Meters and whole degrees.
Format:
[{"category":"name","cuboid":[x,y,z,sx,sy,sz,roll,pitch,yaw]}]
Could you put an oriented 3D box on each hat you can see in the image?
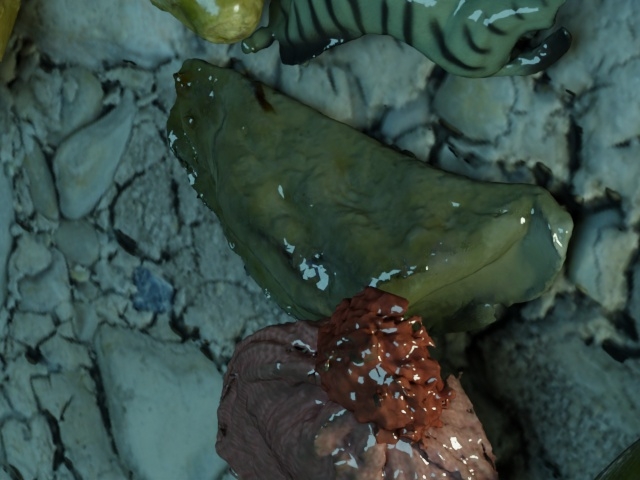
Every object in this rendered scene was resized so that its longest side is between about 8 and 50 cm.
[{"category":"hat","cuboid":[0.031,0.124,0.987,0.237,0.107,0.286,31,147,18]}]

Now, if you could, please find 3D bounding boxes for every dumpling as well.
[{"category":"dumpling","cuboid":[-0.001,-0.003,1.040,0.332,0.086,0.166,24,108,34]}]

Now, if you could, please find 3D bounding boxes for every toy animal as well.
[{"category":"toy animal","cuboid":[0.056,-0.153,0.984,0.217,0.073,0.176,33,121,21]}]

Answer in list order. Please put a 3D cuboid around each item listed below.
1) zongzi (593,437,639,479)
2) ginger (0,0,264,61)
[{"category":"zongzi","cuboid":[0.135,0.200,0.851,0.123,0.289,0.260,45,122,35]},{"category":"ginger","cuboid":[-0.195,-0.278,1.119,0.363,0.122,0.348,-11,82,46]}]
